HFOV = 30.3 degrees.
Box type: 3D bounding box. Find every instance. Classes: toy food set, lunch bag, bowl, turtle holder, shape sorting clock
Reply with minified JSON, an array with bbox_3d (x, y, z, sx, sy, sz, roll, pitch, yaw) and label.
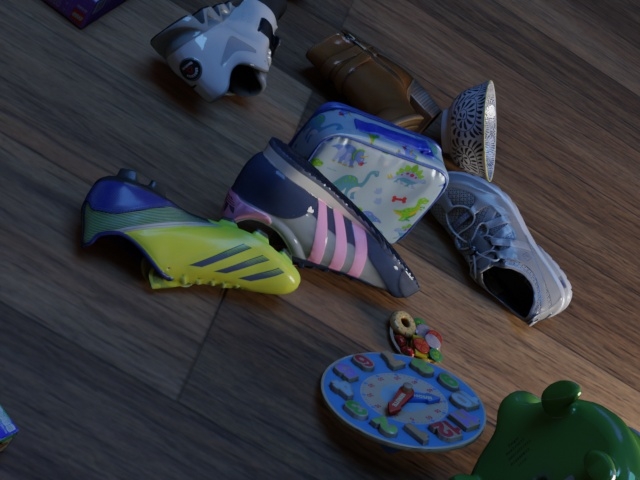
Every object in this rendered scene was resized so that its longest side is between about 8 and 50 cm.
[{"bbox_3d":[0.130,0.134,1.589,0.083,0.020,0.083,20,38,-23],"label":"toy food set"},{"bbox_3d":[0.058,-0.092,1.647,0.219,0.176,0.090,16,41,-26],"label":"lunch bag"},{"bbox_3d":[0.245,-0.182,1.965,0.080,0.170,0.170,1,33,15],"label":"bowl"},{"bbox_3d":[0.287,0.315,1.379,0.227,0.243,0.320,37,-9,-26],"label":"turtle holder"},{"bbox_3d":[0.101,0.191,1.435,0.206,0.040,0.206,12,28,-6],"label":"shape sorting clock"}]

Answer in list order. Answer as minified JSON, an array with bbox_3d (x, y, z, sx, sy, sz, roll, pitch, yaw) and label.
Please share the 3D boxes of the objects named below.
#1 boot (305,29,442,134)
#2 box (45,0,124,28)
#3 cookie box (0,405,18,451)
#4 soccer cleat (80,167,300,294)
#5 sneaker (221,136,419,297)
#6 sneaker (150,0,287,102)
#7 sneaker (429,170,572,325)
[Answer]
[{"bbox_3d":[0.068,-0.241,1.878,0.220,0.109,0.283,43,33,4],"label":"boot"},{"bbox_3d":[-0.358,-0.446,1.787,0.201,0.057,0.293,38,35,-1],"label":"box"},{"bbox_3d":[-0.356,0.173,1.108,0.092,0.040,0.107,49,38,15],"label":"cookie box"},{"bbox_3d":[-0.160,0.019,1.436,0.289,0.093,0.121,26,67,-23],"label":"soccer cleat"},{"bbox_3d":[0.000,0.000,1.574,0.319,0.131,0.112,42,7,-30],"label":"sneaker"},{"bbox_3d":[-0.125,-0.287,1.783,0.146,0.122,0.330,55,34,-6],"label":"sneaker"},{"bbox_3d":[0.258,0.008,1.768,0.281,0.105,0.115,46,36,10],"label":"sneaker"}]
